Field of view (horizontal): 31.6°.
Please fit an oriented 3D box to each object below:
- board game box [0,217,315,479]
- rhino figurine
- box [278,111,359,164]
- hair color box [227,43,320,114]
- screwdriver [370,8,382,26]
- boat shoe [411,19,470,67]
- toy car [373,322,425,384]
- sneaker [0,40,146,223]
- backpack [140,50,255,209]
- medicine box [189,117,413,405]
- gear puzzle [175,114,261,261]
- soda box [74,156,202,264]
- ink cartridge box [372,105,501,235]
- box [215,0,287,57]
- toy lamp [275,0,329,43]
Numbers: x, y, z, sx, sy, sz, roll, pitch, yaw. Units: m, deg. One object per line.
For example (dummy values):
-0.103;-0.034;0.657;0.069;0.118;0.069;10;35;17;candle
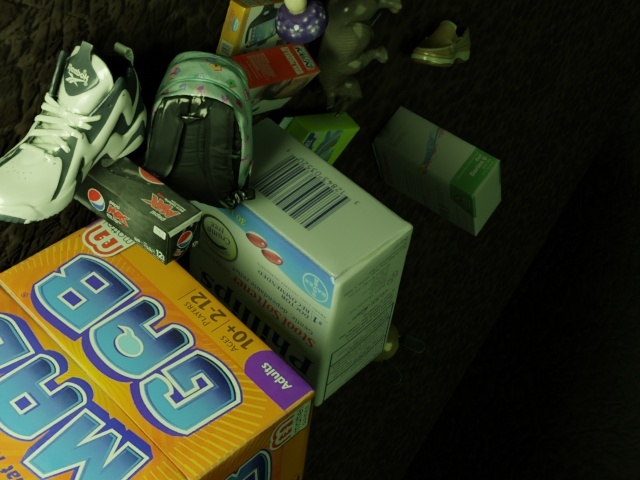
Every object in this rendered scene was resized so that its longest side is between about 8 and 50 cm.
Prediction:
-0.265;0.259;1.335;0.356;0.356;0.356;-33;148;-31;board game box
0.040;-0.276;1.630;0.106;0.073;0.243;-20;142;-30;rhino figurine
-0.023;-0.140;1.706;0.109;0.042;0.178;-52;162;26;box
-0.087;-0.201;1.462;0.093;0.053;0.167;-37;173;38;hair color box
0.107;-0.373;1.704;0.170;0.024;0.025;-50;127;-18;screwdriver
0.205;-0.336;1.909;0.190;0.068;0.072;-32;137;-63;boat shoe
0.111;0.196;2.256;0.155;0.188;0.149;-55;157;-3;toy car
-0.269;-0.130;1.188;0.235;0.094;0.153;-37;149;-39;sneaker
-0.146;-0.132;1.345;0.182;0.152;0.115;101;-9;-49;backpack
-0.038;0.033;1.533;0.149;0.263;0.289;-37;153;-32;medicine box
-0.206;-0.031;1.522;0.339;0.044;0.175;-42;155;-24;gear puzzle
-0.216;-0.045;1.305;0.060;0.169;0.053;-37;151;-38;soda box
0.207;-0.123;1.992;0.093;0.212;0.154;-53;157;-16;ink cartridge box
-0.075;-0.276;1.463;0.136;0.028;0.081;-23;141;-50;box
-0.053;-0.349;1.324;0.080;0.080;0.274;-48;151;-18;toy lamp
